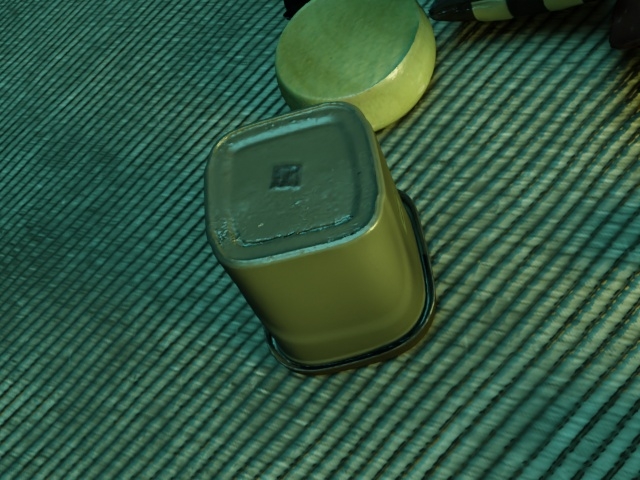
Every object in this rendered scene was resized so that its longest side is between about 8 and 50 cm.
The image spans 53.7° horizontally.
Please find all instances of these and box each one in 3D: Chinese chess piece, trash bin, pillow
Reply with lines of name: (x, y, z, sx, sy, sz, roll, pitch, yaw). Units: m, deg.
Chinese chess piece: (0.051, -0.257, 0.888, 0.238, 0.092, 0.238, -11, 61, 20)
trash bin: (0.000, 0.000, 0.686, 0.219, 0.250, 0.220, -15, 59, 9)
pillow: (0.280, -0.359, 0.820, 0.250, 0.106, 0.186, 2, 48, 31)

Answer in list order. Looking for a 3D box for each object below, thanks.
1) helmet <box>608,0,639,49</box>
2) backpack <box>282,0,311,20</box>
helmet: (0.482, -0.279, 0.612, 0.230, 0.385, 0.337, 32, 106, -1)
backpack: (0.016, -0.406, 0.967, 0.165, 0.120, 0.106, -2, 66, 5)
